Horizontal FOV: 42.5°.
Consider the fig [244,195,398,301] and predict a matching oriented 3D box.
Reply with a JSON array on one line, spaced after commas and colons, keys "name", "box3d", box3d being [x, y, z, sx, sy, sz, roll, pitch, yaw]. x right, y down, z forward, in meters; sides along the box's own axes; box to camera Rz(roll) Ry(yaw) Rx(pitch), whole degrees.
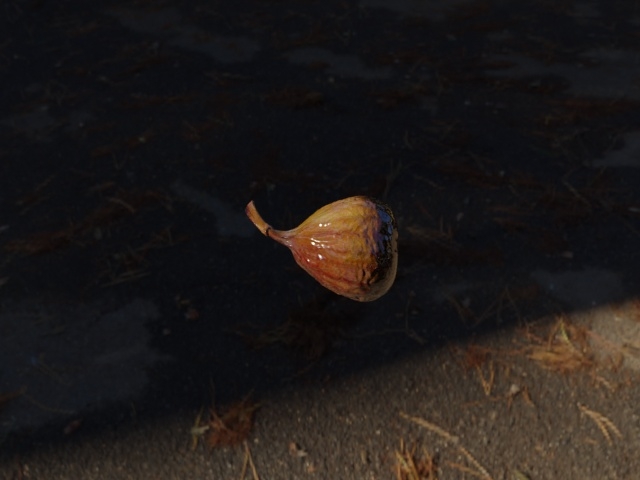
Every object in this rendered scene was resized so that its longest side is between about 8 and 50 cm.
[{"name": "fig", "box3d": [0.000, 0.000, 1.035, 0.201, 0.146, 0.133, 12, 66, -5]}]
